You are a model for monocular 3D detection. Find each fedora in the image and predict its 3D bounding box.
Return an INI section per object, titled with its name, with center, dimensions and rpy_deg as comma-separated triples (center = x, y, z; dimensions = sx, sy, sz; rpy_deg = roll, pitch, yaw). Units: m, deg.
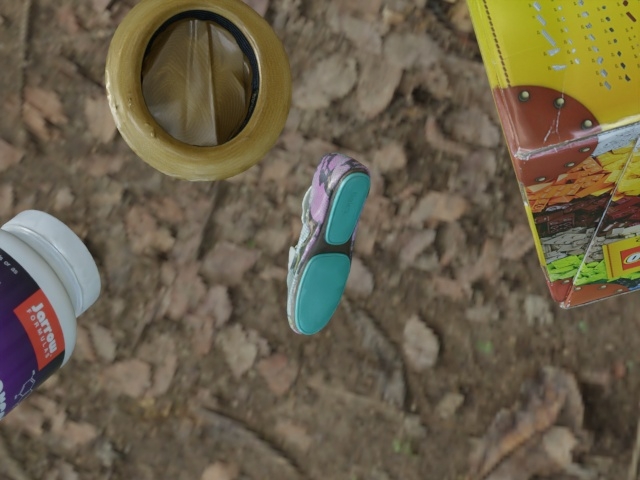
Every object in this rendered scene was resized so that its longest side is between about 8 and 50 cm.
[fedora]
center = -0.122, -0.146, 1.502
dimensions = 0.194, 0.194, 0.079
rpy_deg = 32, 162, -9

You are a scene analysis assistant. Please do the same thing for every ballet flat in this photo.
[ballet flat]
center = 0.000, 0.000, 1.840
dimensions = 0.077, 0.079, 0.221
rpy_deg = 2, 113, -36

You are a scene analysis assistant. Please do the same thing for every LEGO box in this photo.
[LEGO box]
center = 0.210, -0.243, 1.316
dimensions = 0.193, 0.500, 0.372
rpy_deg = -16, 159, 8

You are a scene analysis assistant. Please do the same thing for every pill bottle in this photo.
[pill bottle]
center = -0.372, 0.106, 1.560
dimensions = 0.181, 0.323, 0.181
rpy_deg = 26, 138, 25
